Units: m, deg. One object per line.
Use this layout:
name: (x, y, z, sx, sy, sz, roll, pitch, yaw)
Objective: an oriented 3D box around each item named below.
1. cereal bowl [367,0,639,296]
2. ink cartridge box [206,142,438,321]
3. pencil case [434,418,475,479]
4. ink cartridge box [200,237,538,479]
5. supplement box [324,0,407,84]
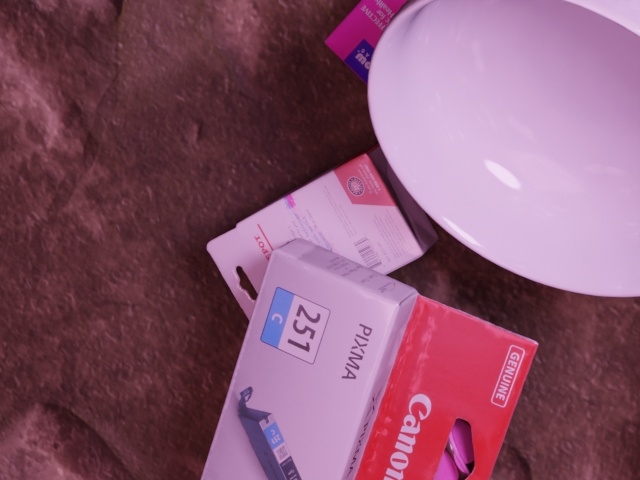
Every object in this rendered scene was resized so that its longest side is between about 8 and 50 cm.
cereal bowl: (0.219, -0.117, 1.556, 0.339, 0.141, 0.339, 21, 141, 18)
ink cartridge box: (0.000, 0.000, 1.817, 0.198, 0.067, 0.115, -28, 95, 22)
pencil case: (0.059, 0.221, 1.851, 0.209, 0.095, 0.098, -19, 130, 22)
ink cartridge box: (0.037, 0.182, 1.770, 0.261, 0.066, 0.296, 23, 109, 16)
supplement box: (0.125, -0.228, 1.684, 0.111, 0.114, 0.220, 44, 116, 1)
